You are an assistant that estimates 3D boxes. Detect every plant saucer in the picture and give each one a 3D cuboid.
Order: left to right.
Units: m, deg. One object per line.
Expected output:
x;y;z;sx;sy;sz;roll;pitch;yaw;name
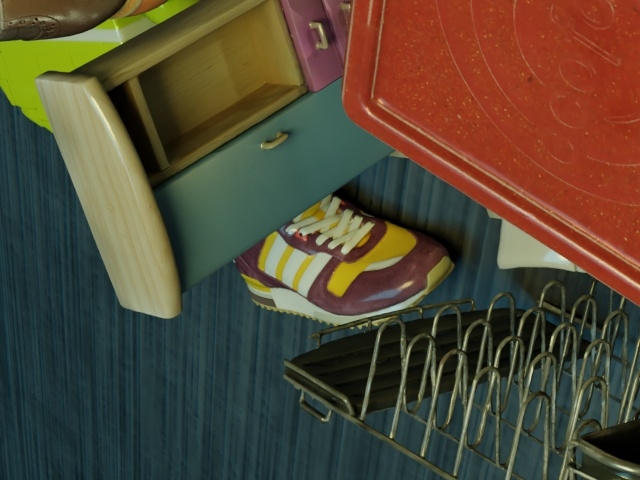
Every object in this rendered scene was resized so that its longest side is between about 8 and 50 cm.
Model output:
0.106;-0.081;0.630;0.259;0.048;0.258;35;143;24;plant saucer

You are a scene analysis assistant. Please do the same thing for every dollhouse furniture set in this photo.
0.030;-0.093;0.811;0.303;0.198;0.286;10;126;47;dollhouse furniture set

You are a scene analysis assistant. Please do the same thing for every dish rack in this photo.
0.123;0.071;0.840;0.271;0.208;0.074;26;117;47;dish rack

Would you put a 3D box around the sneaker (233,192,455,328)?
0.000;0.000;1.045;0.185;0.069;0.084;0;124;50;sneaker

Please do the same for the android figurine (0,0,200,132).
-0.171;-0.177;1.114;0.248;0.056;0.272;6;121;48;android figurine

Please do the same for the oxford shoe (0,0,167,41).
-0.247;-0.187;1.038;0.364;0.133;0.130;12;124;46;oxford shoe
